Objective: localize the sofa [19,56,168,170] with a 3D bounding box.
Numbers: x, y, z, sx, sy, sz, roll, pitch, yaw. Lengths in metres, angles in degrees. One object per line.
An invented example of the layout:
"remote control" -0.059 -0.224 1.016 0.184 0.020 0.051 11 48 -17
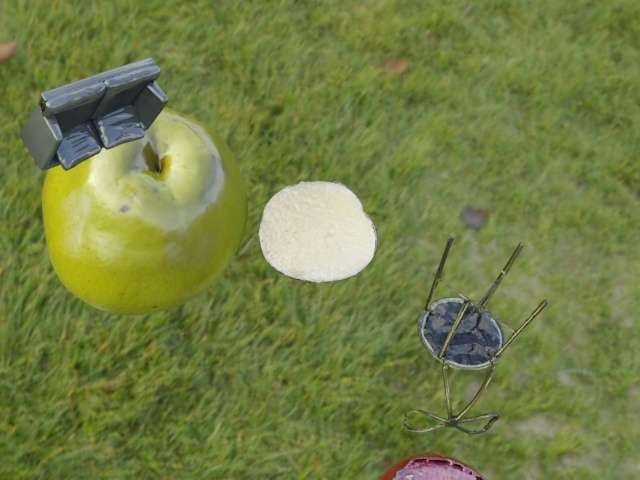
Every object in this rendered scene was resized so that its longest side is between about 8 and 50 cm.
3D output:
"sofa" -0.227 -0.127 1.148 0.147 0.085 0.060 -28 79 -42

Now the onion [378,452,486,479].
"onion" 0.174 0.453 1.713 0.248 0.161 0.248 19 52 -26

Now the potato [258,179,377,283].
"potato" 0.000 0.000 1.925 0.202 0.117 0.182 -1 72 5

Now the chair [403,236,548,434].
"chair" 0.228 0.158 1.775 0.160 0.325 0.170 1 48 -15

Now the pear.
"pear" -0.234 -0.035 1.470 0.294 0.294 0.294 16 52 -21
